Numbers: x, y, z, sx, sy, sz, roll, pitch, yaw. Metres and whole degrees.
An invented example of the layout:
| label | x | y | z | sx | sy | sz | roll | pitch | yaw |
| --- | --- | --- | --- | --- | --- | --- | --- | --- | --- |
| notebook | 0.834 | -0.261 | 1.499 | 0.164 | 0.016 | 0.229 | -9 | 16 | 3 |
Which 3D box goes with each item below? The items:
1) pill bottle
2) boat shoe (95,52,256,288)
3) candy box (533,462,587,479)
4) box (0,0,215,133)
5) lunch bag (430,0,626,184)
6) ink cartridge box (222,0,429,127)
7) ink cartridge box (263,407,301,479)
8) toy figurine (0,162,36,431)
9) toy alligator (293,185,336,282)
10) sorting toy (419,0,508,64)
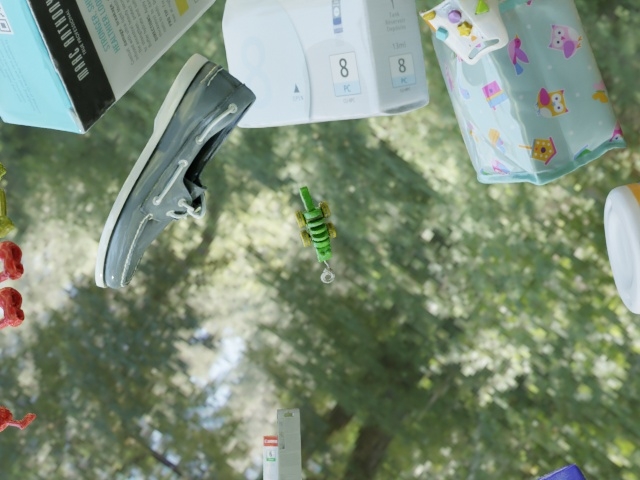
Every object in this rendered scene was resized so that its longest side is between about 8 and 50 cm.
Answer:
| label | x | y | z | sx | sy | sz | roll | pitch | yaw |
| --- | --- | --- | --- | --- | --- | --- | --- | --- | --- |
| pill bottle | 0.478 | -0.010 | 1.412 | 0.272 | 0.152 | 0.152 | -9 | -169 | 0 |
| boat shoe | -0.182 | -0.068 | 1.521 | 0.099 | 0.319 | 0.116 | 27 | -170 | 0 |
| candy box | 0.194 | 0.407 | 1.142 | 0.317 | 0.268 | 0.122 | 65 | -174 | 15 |
| box | -0.101 | -0.173 | 0.691 | 0.060 | 0.244 | 0.100 | 10 | 135 | 30 |
| lunch bag | 0.233 | -0.190 | 1.508 | 0.223 | 0.160 | 0.262 | 67 | 170 | -9 |
| ink cartridge box | -0.020 | -0.338 | 1.518 | 0.091 | 0.385 | 0.308 | -16 | -169 | -34 |
| ink cartridge box | -0.057 | 0.305 | 1.807 | 0.029 | 0.115 | 0.063 | -6 | 172 | 32 |
| toy figurine | -0.412 | 0.026 | 1.115 | 0.217 | 0.191 | 0.362 | 36 | -145 | -52 |
| toy alligator | 0.000 | 0.000 | 2.026 | 0.051 | 0.056 | 0.190 | -122 | 14 | -61 |
| sorting toy | 0.151 | -0.218 | 1.247 | 0.075 | 0.083 | 0.045 | 50 | -147 | -14 |
